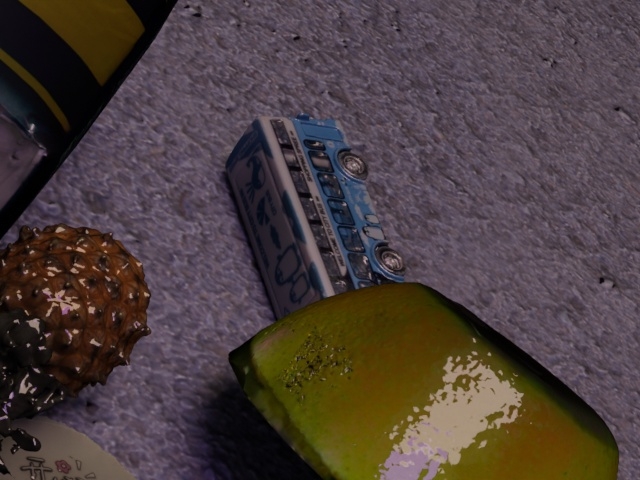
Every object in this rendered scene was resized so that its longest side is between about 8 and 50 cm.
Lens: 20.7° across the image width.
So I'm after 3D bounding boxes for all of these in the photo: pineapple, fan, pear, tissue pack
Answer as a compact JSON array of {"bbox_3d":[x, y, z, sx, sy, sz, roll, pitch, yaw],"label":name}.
[{"bbox_3d":[-0.268,0.115,1.432,0.165,0.165,0.364,38,33,-2],"label":"pineapple"},{"bbox_3d":[-0.198,0.302,1.417,0.233,0.012,0.414,12,41,-33],"label":"fan"},{"bbox_3d":[0.124,0.161,1.631,0.399,0.165,0.399,36,7,-5],"label":"pear"},{"bbox_3d":[-0.323,-0.166,1.621,0.253,0.264,0.416,38,35,-11],"label":"tissue pack"}]

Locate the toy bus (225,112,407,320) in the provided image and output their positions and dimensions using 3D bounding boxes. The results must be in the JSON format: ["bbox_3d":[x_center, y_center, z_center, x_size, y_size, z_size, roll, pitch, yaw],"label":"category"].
[{"bbox_3d":[0.000,0.000,1.883,0.131,0.106,0.297,7,47,-34],"label":"toy bus"}]
